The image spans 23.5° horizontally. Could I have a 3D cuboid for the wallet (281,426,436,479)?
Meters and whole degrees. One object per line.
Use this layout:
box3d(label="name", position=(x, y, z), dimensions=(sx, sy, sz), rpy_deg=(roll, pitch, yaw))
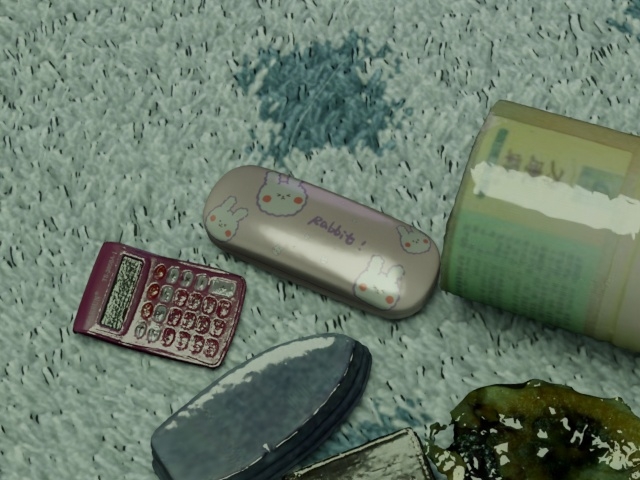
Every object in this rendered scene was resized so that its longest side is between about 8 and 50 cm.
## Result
box3d(label="wallet", position=(0.085, 0.373, 1.676), dimensions=(0.169, 0.044, 0.317), rpy_deg=(-22, 63, -1))

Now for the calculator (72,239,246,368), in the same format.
box3d(label="calculator", position=(-0.191, 0.079, 1.845), dimensions=(0.191, 0.034, 0.126), rpy_deg=(15, 66, 6))

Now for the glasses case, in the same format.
box3d(label="glasses case", position=(0.000, 0.000, 1.838), dimensions=(0.297, 0.075, 0.113), rpy_deg=(22, 67, 14))

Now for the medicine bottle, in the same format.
box3d(label="medicine bottle", position=(0.359, 0.006, 1.714), dimensions=(0.406, 0.235, 0.235), rpy_deg=(17, 68, 14))

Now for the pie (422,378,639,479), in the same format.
box3d(label="pie", position=(0.269, 0.316, 1.640), dimensions=(0.297, 0.078, 0.371), rpy_deg=(-3, 58, -9))

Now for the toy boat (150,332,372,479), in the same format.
box3d(label="toy boat", position=(-0.061, 0.197, 1.748), dimensions=(0.283, 0.078, 0.127), rpy_deg=(-34, 57, -9))
